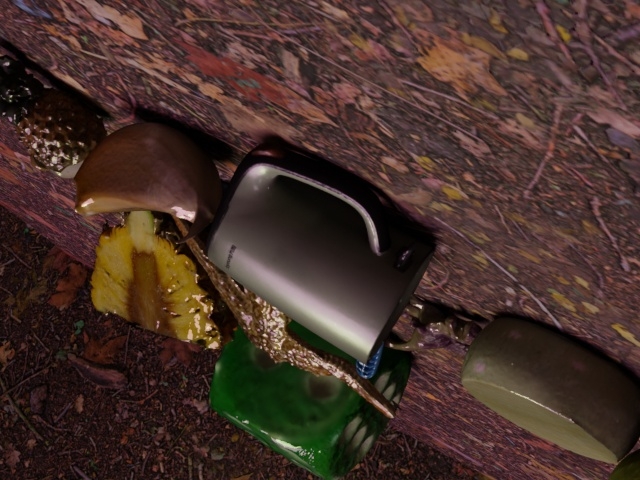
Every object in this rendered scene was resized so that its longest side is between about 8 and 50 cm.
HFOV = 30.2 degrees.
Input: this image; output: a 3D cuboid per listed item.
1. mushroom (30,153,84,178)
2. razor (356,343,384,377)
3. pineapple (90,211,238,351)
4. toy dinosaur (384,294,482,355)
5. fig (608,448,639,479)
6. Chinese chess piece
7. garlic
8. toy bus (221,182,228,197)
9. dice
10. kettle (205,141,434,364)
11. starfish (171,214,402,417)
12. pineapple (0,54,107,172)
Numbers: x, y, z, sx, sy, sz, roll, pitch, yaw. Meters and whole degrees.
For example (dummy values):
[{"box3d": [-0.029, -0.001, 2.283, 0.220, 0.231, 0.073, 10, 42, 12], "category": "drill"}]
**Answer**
[{"box3d": [-0.417, -0.148, 1.948, 0.088, 0.097, 0.212, 25, 173, -30], "category": "mushroom"}, {"box3d": [0.086, 0.114, 1.734, 0.082, 0.042, 0.253, 26, 136, 17], "category": "razor"}, {"box3d": [-0.252, 0.014, 2.177, 0.344, 0.286, 0.209, 14, -155, 34], "category": "pineapple"}, {"box3d": [0.187, 0.151, 1.781, 0.200, 0.072, 0.251, 16, 155, 25], "category": "toy dinosaur"}, {"box3d": [0.470, 0.345, 1.421, 0.258, 0.258, 0.326, 37, 170, -30], "category": "fig"}, {"box3d": [0.310, 0.200, 1.579, 0.250, 0.101, 0.250, 29, 169, 7], "category": "Chinese chess piece"}, {"box3d": [-0.219, -0.074, 1.602, 0.245, 0.164, 0.145, 13, 143, 41], "category": "garlic"}, {"box3d": [-0.133, -0.054, 1.759, 0.166, 0.047, 0.065, 18, 158, 43], "category": "toy bus"}, {"box3d": [-0.020, 0.270, 2.266, 0.300, 0.287, 0.297, 28, 165, 18], "category": "dice"}, {"box3d": [0.000, 0.000, 1.439, 0.255, 0.165, 0.240, 33, 140, 10], "category": "kettle"}, {"box3d": [-0.074, 0.097, 1.937, 0.398, 0.132, 0.383, 30, 150, 57], "category": "starfish"}, {"box3d": [-0.431, -0.211, 1.731, 0.251, 0.125, 0.125, 45, 164, -18], "category": "pineapple"}]
